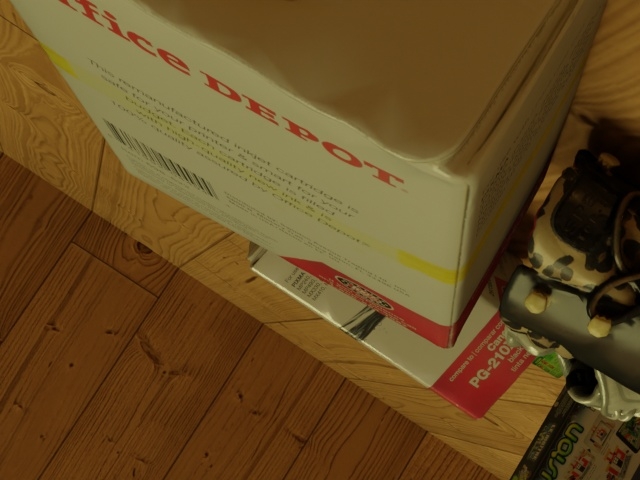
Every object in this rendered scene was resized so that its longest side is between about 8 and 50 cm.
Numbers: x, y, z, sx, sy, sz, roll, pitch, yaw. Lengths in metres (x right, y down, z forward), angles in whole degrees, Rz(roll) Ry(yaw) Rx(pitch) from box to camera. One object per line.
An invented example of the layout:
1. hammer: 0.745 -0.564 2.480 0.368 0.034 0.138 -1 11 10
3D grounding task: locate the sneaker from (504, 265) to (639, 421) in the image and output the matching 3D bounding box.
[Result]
1. sneaker: 0.262 0.100 0.954 0.292 0.118 0.110 35 168 -21

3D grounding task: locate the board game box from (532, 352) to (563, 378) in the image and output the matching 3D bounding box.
1. board game box: 0.226 0.088 1.198 0.092 0.043 0.181 32 169 8

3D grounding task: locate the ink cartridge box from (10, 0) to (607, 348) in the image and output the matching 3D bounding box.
1. ink cartridge box: -0.004 -0.101 0.677 0.279 0.160 0.384 30 169 11

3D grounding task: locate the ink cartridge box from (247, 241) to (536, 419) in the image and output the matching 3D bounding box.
1. ink cartridge box: 0.065 0.019 1.020 0.237 0.100 0.172 35 -161 -12

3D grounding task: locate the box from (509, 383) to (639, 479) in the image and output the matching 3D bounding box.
1. box: 0.281 0.239 1.281 0.114 0.207 0.036 37 169 -19

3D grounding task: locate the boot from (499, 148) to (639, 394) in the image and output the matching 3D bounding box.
1. boot: 0.254 0.048 0.688 0.284 0.138 0.377 28 176 13

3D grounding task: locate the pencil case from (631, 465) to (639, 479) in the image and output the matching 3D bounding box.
1. pencil case: 0.399 0.339 1.640 0.306 0.119 0.133 42 175 -42
